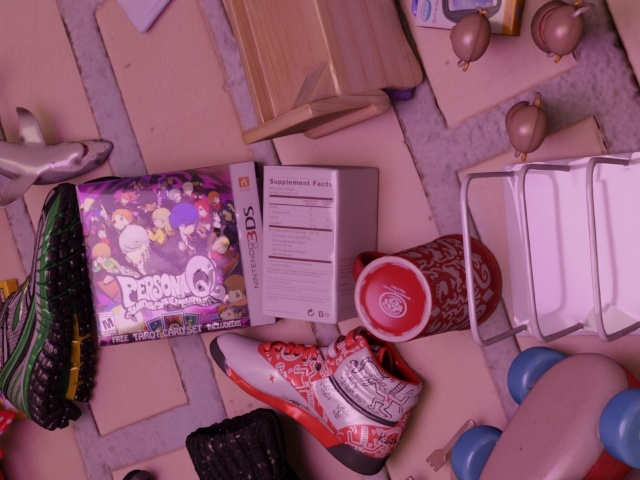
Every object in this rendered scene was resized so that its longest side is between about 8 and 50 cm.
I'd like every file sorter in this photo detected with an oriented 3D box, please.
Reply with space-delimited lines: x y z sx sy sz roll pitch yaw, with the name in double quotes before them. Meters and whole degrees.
"file sorter" 0.294 0.008 1.071 0.277 0.173 0.193 -4 92 31

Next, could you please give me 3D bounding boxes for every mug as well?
"mug" 0.101 0.059 1.189 0.150 0.169 0.113 -12 89 30

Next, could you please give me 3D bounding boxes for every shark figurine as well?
"shark figurine" -0.445 -0.130 1.541 0.278 0.116 0.166 32 76 16

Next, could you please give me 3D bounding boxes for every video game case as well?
"video game case" -0.181 0.017 1.365 0.232 0.042 0.210 -7 91 2

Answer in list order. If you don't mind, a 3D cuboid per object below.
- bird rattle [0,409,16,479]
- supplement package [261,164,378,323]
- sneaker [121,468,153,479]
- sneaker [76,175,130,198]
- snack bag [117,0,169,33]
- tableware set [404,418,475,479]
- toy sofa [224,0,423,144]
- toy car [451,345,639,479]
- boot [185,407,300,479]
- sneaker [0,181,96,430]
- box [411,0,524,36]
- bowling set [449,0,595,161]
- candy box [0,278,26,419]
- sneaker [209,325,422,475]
"bird rattle" -0.512 0.361 1.593 0.207 0.143 0.254 -28 85 56
"supplement package" 0.000 0.000 1.281 0.105 0.105 0.179 4 96 30
"sneaker" -0.322 0.393 1.513 0.130 0.087 0.228 36 116 16
"sneaker" -0.231 -0.002 1.424 0.232 0.090 0.081 41 112 22
"snack bag" -0.237 -0.490 1.420 0.323 0.037 0.343 -41 74 26
"tableware set" 0.162 0.310 1.252 0.194 0.039 0.128 -49 67 22
"toy sofa" -0.028 -0.304 1.254 0.150 0.177 0.363 -14 92 53
"toy car" 0.300 0.255 1.111 0.238 0.219 0.210 38 85 -20
"boot" -0.022 0.328 1.281 0.348 0.131 0.260 -15 87 42
"sneaker" -0.389 0.084 1.495 0.146 0.134 0.344 19 101 28
"box" 0.162 -0.277 1.208 0.136 0.028 0.081 11 100 27
"bowling set" 0.180 -0.238 1.093 0.199 0.154 0.287 16 104 2
"candy box" -0.479 0.170 1.621 0.105 0.027 0.206 -17 86 34
"sneaker" -0.002 0.150 1.308 0.270 0.090 0.145 34 107 22
